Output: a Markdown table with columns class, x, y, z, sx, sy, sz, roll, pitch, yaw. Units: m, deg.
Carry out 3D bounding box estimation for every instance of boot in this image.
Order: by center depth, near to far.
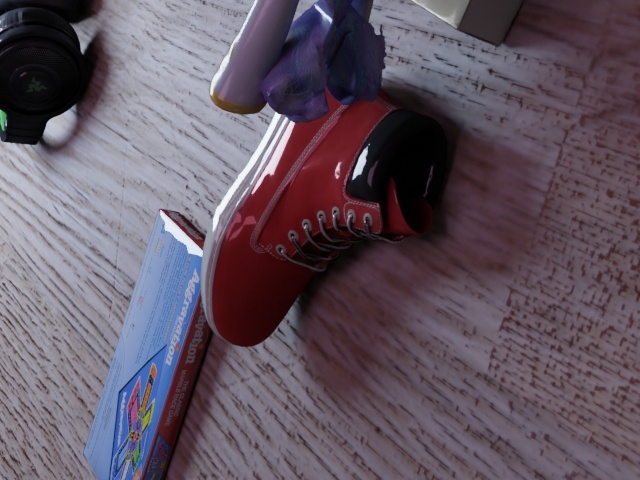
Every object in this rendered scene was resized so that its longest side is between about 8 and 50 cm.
| class | x | y | z | sx | sy | sz | roll | pitch | yaw |
| --- | --- | --- | --- | --- | --- | --- | --- | --- | --- |
| boot | 0.000 | 0.000 | 0.829 | 0.176 | 0.088 | 0.244 | 44 | 114 | 51 |

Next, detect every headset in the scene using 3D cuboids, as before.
| class | x | y | z | sx | sy | sz | roll | pitch | yaw |
| --- | --- | --- | --- | --- | --- | --- | --- | --- | --- |
| headset | -0.396 | -0.285 | 1.429 | 0.394 | 0.185 | 0.243 | 132 | 137 | -55 |

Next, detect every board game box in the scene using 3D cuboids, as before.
| class | x | y | z | sx | sy | sz | roll | pitch | yaw |
| --- | --- | --- | --- | --- | --- | --- | --- | --- | --- |
| board game box | -0.165 | 0.123 | 1.097 | 0.145 | 0.027 | 0.281 | 39 | 113 | 56 |

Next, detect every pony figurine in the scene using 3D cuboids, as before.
| class | x | y | z | sx | sy | sz | roll | pitch | yaw |
| --- | --- | --- | --- | --- | --- | --- | --- | --- | --- |
| pony figurine | 0.021 | -0.257 | 0.671 | 0.351 | 0.303 | 0.363 | -105 | 30 | -50 |

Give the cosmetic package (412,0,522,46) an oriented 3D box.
| class | x | y | z | sx | sy | sz | roll | pitch | yaw |
| --- | --- | --- | --- | --- | --- | --- | --- | --- | --- |
| cosmetic package | 0.093 | -0.185 | 0.776 | 0.115 | 0.041 | 0.060 | 47 | 119 | 52 |
